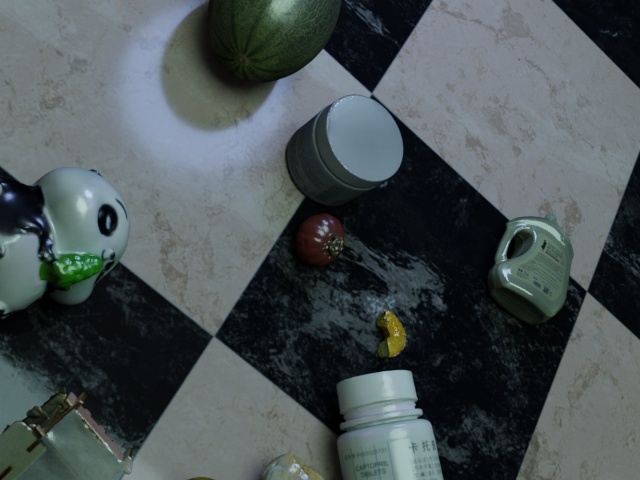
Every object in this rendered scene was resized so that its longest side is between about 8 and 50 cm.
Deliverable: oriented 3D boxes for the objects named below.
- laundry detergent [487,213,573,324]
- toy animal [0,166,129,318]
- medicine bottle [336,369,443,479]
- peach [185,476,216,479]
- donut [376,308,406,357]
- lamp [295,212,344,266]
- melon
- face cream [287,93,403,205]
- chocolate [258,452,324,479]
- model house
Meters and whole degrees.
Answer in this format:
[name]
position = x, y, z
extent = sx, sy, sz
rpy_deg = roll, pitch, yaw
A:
[laundry detergent]
position = 0.455, 0.041, 2.010
extent = 0.181, 0.091, 0.253
rpy_deg = 34, 57, -10
[toy animal]
position = -0.411, 0.002, 1.400
extent = 0.266, 0.212, 0.213
rpy_deg = -11, 78, -28
[medicine bottle]
position = 0.118, 0.378, 1.612
extent = 0.170, 0.170, 0.293
rpy_deg = 0, 70, -33
[peach]
position = -0.191, 0.478, 1.389
extent = 0.251, 0.153, 0.251
rpy_deg = 11, 64, -22
[donut]
position = 0.124, 0.177, 1.777
extent = 0.067, 0.038, 0.083
rpy_deg = -30, 84, -35
[lamp]
position = 0.000, 0.000, 1.736
extent = 0.101, 0.090, 0.101
rpy_deg = -19, 121, -35
[melon]
position = -0.085, -0.432, 1.759
extent = 0.237, 0.237, 0.302
rpy_deg = 35, 59, -16
[face cream]
position = 0.044, -0.168, 1.792
extent = 0.177, 0.153, 0.177
rpy_deg = 11, 68, -29
[chocolate]
position = -0.007, 0.491, 1.512
extent = 0.134, 0.134, 0.309
rpy_deg = -25, 87, -37
[model house]
position = -0.407, 0.322, 1.263
extent = 0.326, 0.244, 0.169
rpy_deg = -44, 95, -3
